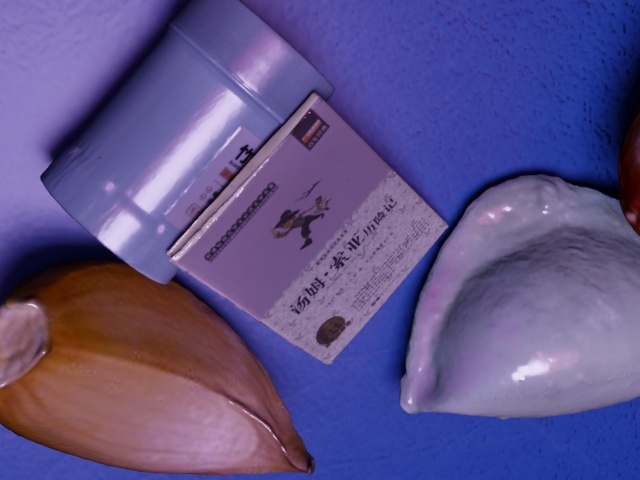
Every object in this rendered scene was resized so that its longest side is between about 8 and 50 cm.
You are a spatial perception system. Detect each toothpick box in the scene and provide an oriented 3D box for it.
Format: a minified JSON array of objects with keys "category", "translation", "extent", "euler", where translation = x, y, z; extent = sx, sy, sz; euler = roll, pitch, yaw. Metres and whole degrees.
[{"category":"toothpick box","translation":[-0.077,-0.064,0.754],"extent":[0.101,0.101,0.153],"euler":[40,94,-19]}]

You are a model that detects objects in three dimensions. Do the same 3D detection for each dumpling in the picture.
[{"category":"dumpling","translation":[0.146,0.047,0.845],"extent":[0.216,0.149,0.105],"euler":[-16,145,-2]}]

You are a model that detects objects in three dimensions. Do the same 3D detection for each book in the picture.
[{"category":"book","translation":[0.000,0.000,0.785],"extent":[0.127,0.014,0.181],"euler":[-48,141,2]}]

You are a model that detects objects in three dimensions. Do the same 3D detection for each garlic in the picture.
[{"category":"garlic","translation":[-0.108,0.078,0.781],"extent":[0.206,0.128,0.115],"euler":[23,54,-20]}]

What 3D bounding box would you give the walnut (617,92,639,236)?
[{"category":"walnut","translation":[0.327,-0.077,0.788],"extent":[0.244,0.222,0.269],"euler":[35,110,0]}]
